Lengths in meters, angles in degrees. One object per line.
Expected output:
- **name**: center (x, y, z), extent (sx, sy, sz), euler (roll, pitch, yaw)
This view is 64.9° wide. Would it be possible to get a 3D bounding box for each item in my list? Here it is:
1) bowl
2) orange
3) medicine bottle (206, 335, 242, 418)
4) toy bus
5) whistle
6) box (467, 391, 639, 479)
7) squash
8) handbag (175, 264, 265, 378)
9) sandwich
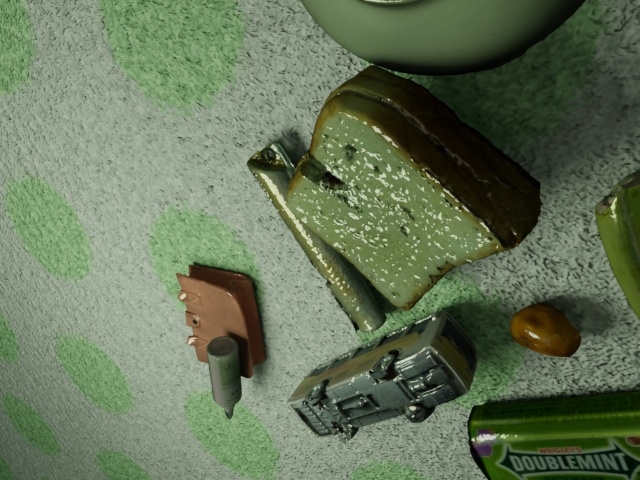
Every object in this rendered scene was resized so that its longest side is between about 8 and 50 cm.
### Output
- **bowl**: center (0.092, -0.312, 0.449), extent (0.354, 0.185, 0.353), euler (14, 123, 23)
- **orange**: center (0.290, 0.114, 0.655), extent (0.086, 0.086, 0.062), euler (12, 99, 24)
- **medicine bottle**: center (-0.179, 0.272, 0.954), extent (0.058, 0.057, 0.199), euler (16, 125, 21)
- **toy bus**: center (0.087, 0.222, 0.792), extent (0.097, 0.138, 0.342), euler (51, 130, -3)
- **whistle**: center (0.000, -0.001, 0.765), extent (0.068, 0.057, 0.326), euler (-24, 103, 36)
- **box**: center (0.382, 0.276, 0.679), extent (0.346, 0.097, 0.134), euler (-19, 107, 36)
- **squash**: center (0.382, 0.043, 0.561), extent (0.083, 0.083, 0.250), euler (-27, 98, 38)
- **handbag**: center (-0.193, 0.157, 0.965), extent (0.157, 0.059, 0.212), euler (10, 122, 25)
- **sandwich**: center (0.085, -0.052, 0.603), extent (0.249, 0.095, 0.273), euler (41, 153, 3)
